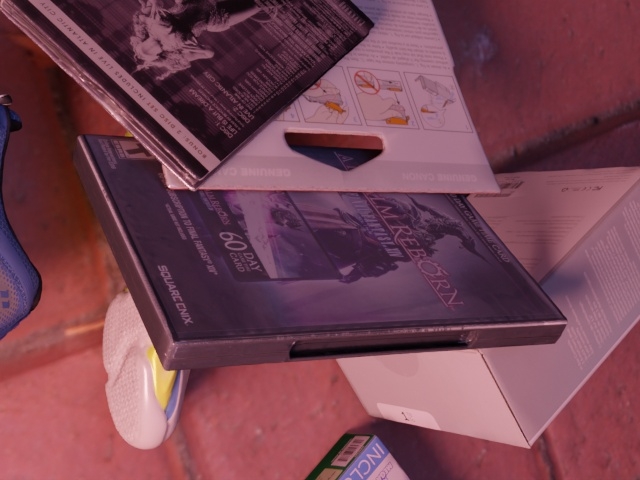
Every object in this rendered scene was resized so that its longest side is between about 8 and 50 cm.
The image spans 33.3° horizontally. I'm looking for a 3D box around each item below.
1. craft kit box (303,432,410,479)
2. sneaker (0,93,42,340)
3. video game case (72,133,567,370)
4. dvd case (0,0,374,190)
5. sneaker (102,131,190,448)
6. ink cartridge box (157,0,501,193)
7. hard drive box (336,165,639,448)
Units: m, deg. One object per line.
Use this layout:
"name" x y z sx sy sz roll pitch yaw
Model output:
"craft kit box" 0.024 0.320 0.807 0.250 0.061 0.246 -44 104 -28
"sneaker" -0.276 -0.074 0.649 0.147 0.130 0.329 -28 94 -53
"video game case" 0.000 0.000 0.685 0.274 0.196 0.026 -1 129 -30
"dvd case" -0.078 -0.149 0.715 0.164 0.018 0.221 43 49 -1
"sneaker" -0.080 0.027 0.759 0.126 0.091 0.240 8 79 -31
"ink cartridge box" -0.021 -0.126 0.785 0.275 0.060 0.238 -1 63 -31
"hard drive box" 0.146 0.041 0.839 0.232 0.181 0.089 -40 112 -28
